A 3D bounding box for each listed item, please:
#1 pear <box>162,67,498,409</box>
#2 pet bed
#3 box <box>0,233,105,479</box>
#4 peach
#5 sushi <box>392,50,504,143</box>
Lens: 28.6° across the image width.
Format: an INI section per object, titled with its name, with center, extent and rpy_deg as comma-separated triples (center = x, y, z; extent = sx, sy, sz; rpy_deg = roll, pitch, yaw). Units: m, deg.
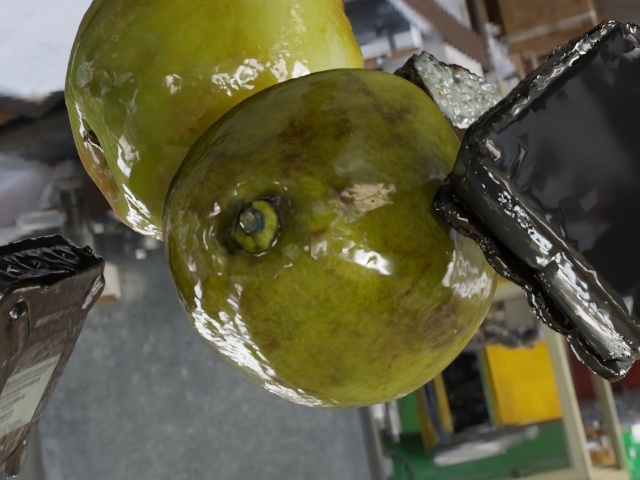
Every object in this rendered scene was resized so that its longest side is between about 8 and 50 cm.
[pear]
center = 0.000, 0.000, 1.025
extent = 0.287, 0.287, 0.375
rpy_deg = -15, 172, 15
[pet bed]
center = 0.205, -0.029, 0.910
extent = 0.183, 0.211, 0.159
rpy_deg = -43, 176, -14
[box]
center = -0.306, 0.137, 1.155
extent = 0.073, 0.289, 0.290
rpy_deg = 25, -173, 5
[peach]
center = -0.111, -0.159, 1.337
extent = 0.315, 0.314, 0.281
rpy_deg = -12, -168, -8
[sushi]
center = 0.147, -0.148, 1.586
extent = 0.127, 0.124, 0.225
rpy_deg = -36, 157, 28
